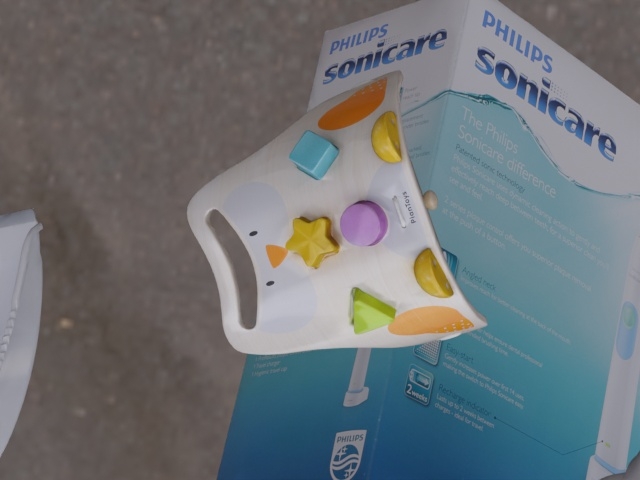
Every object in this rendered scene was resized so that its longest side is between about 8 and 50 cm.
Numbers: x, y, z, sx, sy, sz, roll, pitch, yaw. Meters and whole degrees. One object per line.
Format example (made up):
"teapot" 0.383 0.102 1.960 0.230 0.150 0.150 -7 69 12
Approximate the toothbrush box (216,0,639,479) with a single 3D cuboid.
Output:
"toothbrush box" 0.085 0.042 1.069 0.216 0.296 0.126 29 154 -36

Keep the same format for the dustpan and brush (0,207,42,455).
"dustpan and brush" -0.184 0.098 0.821 0.147 0.211 0.060 -10 171 32

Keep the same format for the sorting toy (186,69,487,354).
"sorting toy" 0.000 0.000 0.581 0.075 0.083 0.045 -19 180 15

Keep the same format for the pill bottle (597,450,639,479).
"pill bottle" 0.132 0.158 0.835 0.087 0.087 0.160 18 126 -14
